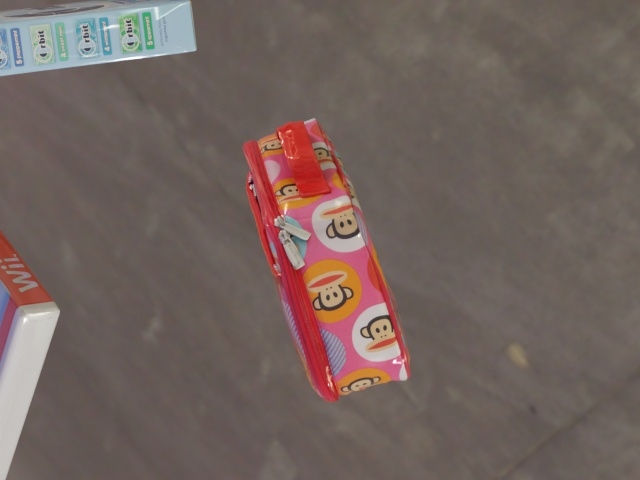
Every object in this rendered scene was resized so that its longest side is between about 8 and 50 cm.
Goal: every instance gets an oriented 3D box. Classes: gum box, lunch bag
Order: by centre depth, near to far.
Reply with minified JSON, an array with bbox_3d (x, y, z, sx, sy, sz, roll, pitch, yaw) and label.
[{"bbox_3d":[-0.204,-0.154,1.140,0.157,0.184,0.041,-154,56,-67],"label":"gum box"},{"bbox_3d":[0.000,0.000,1.589,0.293,0.120,0.258,-110,3,-64],"label":"lunch bag"}]

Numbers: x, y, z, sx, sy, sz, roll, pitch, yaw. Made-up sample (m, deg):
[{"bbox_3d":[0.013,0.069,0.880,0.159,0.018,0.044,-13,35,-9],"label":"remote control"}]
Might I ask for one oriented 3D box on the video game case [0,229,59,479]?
[{"bbox_3d":[-0.246,0.026,0.850,0.285,0.025,0.204,47,128,34],"label":"video game case"}]
